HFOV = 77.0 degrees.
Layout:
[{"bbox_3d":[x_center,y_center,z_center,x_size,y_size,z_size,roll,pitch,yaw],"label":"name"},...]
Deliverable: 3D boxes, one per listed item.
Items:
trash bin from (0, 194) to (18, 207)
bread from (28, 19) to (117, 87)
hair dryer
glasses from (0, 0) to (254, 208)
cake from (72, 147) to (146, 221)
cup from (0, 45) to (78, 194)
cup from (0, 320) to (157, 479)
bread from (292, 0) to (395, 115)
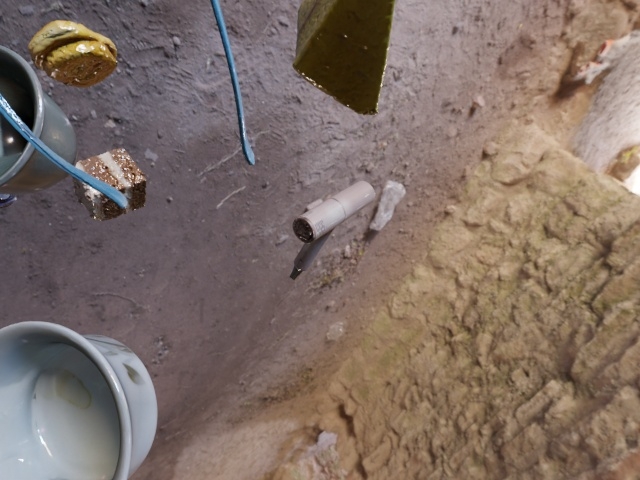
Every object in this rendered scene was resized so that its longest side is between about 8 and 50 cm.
[{"bbox_3d":[-0.766,-0.198,0.883,0.184,0.234,0.162,-63,153,1],"label":"trash bin"},{"bbox_3d":[-0.744,-0.561,1.222,0.198,0.120,0.236,-26,180,17],"label":"bread"},{"bbox_3d":[0.007,-0.003,0.813,0.195,0.053,0.220,-34,158,-40],"label":"hair dryer"},{"bbox_3d":[-0.154,-0.143,0.297,0.189,0.088,0.220,-20,127,3],"label":"glasses"},{"bbox_3d":[-0.556,-0.145,1.057,0.147,0.135,0.134,-27,159,-39],"label":"cake"},{"bbox_3d":[-0.418,-0.137,0.552,0.199,0.199,0.150,-42,171,-1],"label":"cup"},{"bbox_3d":[-0.420,0.300,0.681,0.347,0.347,0.163,-47,169,7],"label":"cup"},{"bbox_3d":[0.120,-0.478,0.801,0.245,0.233,0.361,21,143,-27],"label":"bread"}]
